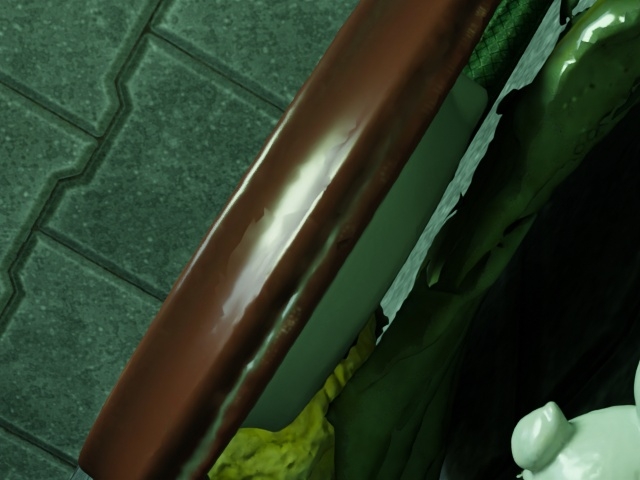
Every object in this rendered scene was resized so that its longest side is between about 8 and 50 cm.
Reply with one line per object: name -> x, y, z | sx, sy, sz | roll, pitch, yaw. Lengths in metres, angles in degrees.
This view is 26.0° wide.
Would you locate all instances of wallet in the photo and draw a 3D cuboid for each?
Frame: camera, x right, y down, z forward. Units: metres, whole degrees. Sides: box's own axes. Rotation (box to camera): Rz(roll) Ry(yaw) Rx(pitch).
wallet -> 0.092, -0.104, 0.856 | 0.236, 0.055, 0.160 | -57, 3, -27

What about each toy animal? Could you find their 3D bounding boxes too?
toy animal -> 0.125, 0.059, 0.475 | 0.124, 0.085, 0.071 | -50, -6, 23

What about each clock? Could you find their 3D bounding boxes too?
clock -> 0.000, 0.000, 0.635 | 0.318, 0.080, 0.318 | -57, 0, 1

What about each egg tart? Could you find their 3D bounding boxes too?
egg tart -> -0.029, 0.146, 0.919 | 0.252, 0.098, 0.232 | -51, -21, 0

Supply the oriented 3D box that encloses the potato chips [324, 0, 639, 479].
potato chips -> 0.109, -0.006, 0.709 | 0.389, 0.097, 0.373 | -59, -2, 17
